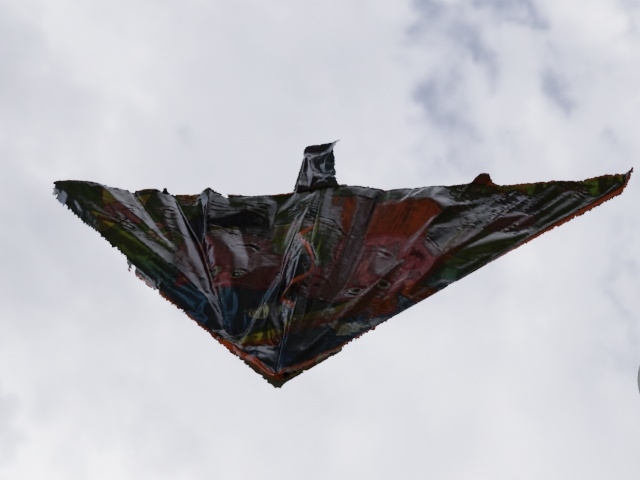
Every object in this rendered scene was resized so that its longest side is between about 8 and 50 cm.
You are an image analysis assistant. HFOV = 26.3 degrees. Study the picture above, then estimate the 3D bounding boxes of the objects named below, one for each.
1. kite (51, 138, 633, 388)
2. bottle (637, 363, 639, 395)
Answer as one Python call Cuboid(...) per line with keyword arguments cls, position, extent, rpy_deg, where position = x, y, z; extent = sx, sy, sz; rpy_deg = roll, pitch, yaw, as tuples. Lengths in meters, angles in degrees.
Cuboid(cls="kite", position=(0.000, 0.000, 0.696), extent=(0.321, 0.016, 0.234), rpy_deg=(-2, -150, 9))
Cuboid(cls="bottle", position=(0.118, 0.027, 0.334), extent=(0.083, 0.030, 0.030), rpy_deg=(-28, -126, 41))
